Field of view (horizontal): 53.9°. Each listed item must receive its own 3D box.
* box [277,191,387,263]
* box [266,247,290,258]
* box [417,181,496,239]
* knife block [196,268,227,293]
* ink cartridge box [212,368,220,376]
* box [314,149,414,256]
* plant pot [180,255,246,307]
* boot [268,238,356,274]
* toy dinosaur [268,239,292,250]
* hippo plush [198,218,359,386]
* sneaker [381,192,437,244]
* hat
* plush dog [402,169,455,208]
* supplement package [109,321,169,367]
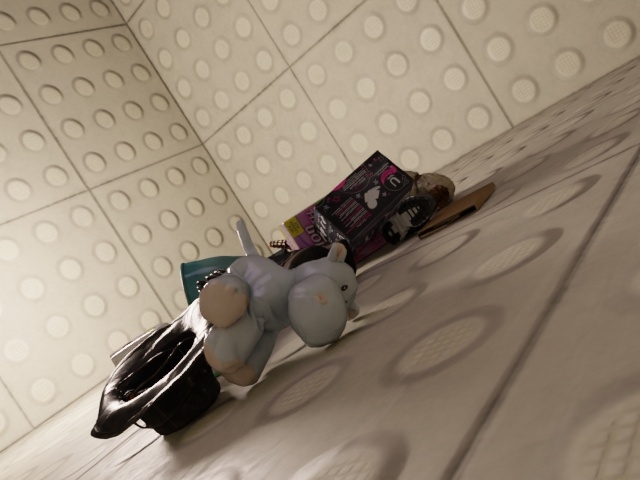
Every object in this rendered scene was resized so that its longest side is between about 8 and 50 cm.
[{"bbox_3d":[0.036,-0.020,1.843,0.243,0.213,0.117,-32,2,-11],"label":"box"},{"bbox_3d":[-0.172,0.143,1.973,0.175,0.051,0.220,-29,33,27],"label":"box"},{"bbox_3d":[0.337,-0.075,1.546,0.164,0.021,0.201,-30,3,33],"label":"box"},{"bbox_3d":[-0.219,0.136,1.816,0.276,0.088,0.242,-15,23,1],"label":"knife block"},{"bbox_3d":[-0.290,0.257,1.533,0.211,0.121,0.289,-31,3,19],"label":"ink cartridge box"},{"bbox_3d":[0.116,-0.090,1.705,0.247,0.142,0.163,-42,-17,-16],"label":"box"},{"bbox_3d":[-0.323,0.169,2.192,0.256,0.271,0.271,-18,2,-4],"label":"plant pot"},{"bbox_3d":[-0.095,0.095,1.492,0.285,0.138,0.377,-15,6,22],"label":"boot"},{"bbox_3d":[0.000,0.000,2.131,0.322,0.164,0.218,-28,-20,-17],"label":"toy dinosaur"},{"bbox_3d":[-0.053,0.124,1.090,0.237,0.234,0.294,-1,26,10],"label":"hippo plush"},{"bbox_3d":[0.249,-0.071,1.645,0.106,0.078,0.234,-29,-11,-29],"label":"sneaker"},{"bbox_3d":[-0.263,0.259,1.161,0.331,0.134,0.331,-37,19,15],"label":"hat"},{"bbox_3d":[0.293,-0.148,1.899,0.226,0.210,0.262,-3,15,18],"label":"plush dog"},{"bbox_3d":[-0.527,0.364,1.941,0.194,0.149,0.203,-33,4,-22],"label":"supplement package"}]
